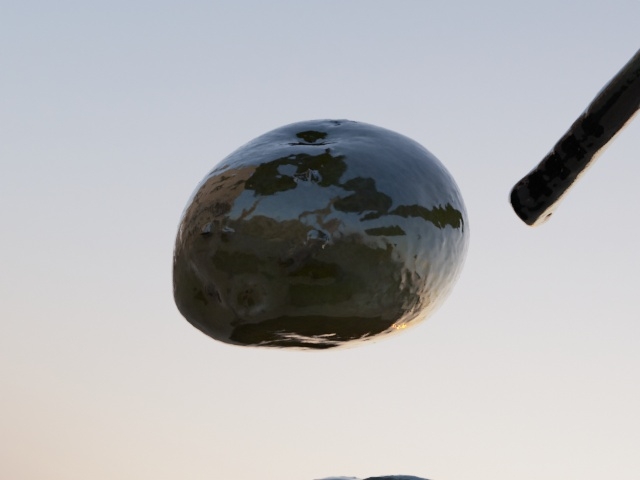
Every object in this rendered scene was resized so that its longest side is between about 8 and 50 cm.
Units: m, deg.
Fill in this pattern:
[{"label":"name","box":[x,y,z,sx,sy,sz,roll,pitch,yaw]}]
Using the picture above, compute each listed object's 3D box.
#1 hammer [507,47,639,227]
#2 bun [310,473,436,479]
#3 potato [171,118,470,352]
[{"label":"hammer","box":[0.175,-0.093,0.494,0.033,0.111,0.287,57,-33,19]},{"label":"bun","box":[-0.012,0.308,0.708,0.194,0.354,0.354,50,-29,-2]},{"label":"potato","box":[0.000,0.000,0.596,0.178,0.235,0.160,-37,-101,30]}]
